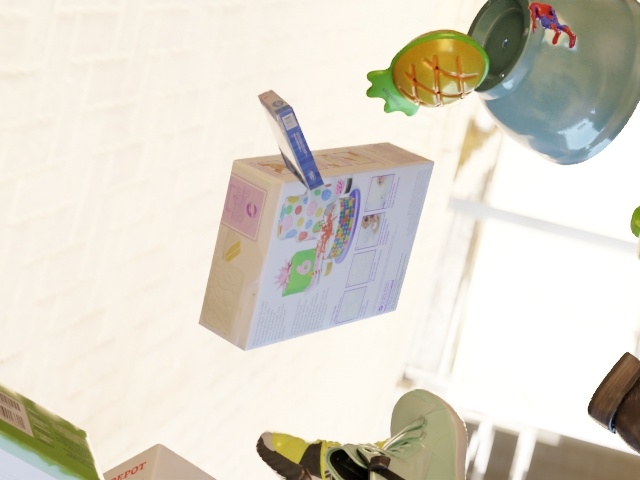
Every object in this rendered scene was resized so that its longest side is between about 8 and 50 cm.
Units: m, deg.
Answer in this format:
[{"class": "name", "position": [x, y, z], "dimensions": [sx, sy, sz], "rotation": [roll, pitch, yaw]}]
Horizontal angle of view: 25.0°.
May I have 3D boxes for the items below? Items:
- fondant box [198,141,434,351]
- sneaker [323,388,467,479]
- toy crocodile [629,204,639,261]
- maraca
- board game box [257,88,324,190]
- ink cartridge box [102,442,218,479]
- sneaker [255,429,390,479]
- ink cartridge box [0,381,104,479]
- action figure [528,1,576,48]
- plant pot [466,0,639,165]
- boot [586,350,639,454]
[{"class": "fondant box", "position": [0.000, 0.000, 1.956], "dimensions": [0.330, 0.096, 0.238], "rotation": [-12, 121, -50]}, {"class": "sneaker", "position": [0.077, 0.224, 1.557], "dimensions": [0.094, 0.151, 0.256], "rotation": [-50, -158, 24]}, {"class": "toy crocodile", "position": [0.551, -0.089, 2.182], "dimensions": [0.340, 0.105, 0.115], "rotation": [-54, 159, -39]}, {"class": "maraca", "position": [0.151, -0.234, 2.039], "dimensions": [0.127, 0.185, 0.099], "rotation": [40, 38, -33]}, {"class": "board game box", "position": [-0.031, -0.105, 1.495], "dimensions": [0.090, 0.020, 0.090], "rotation": [68, -9, -24]}, {"class": "ink cartridge box", "position": [-0.221, 0.445, 1.852], "dimensions": [0.198, 0.197, 0.270], "rotation": [-31, -146, 33]}, {"class": "sneaker", "position": [0.066, 0.383, 2.309], "dimensions": [0.147, 0.384, 0.145], "rotation": [-58, 148, -16]}, {"class": "ink cartridge box", "position": [-0.380, 0.275, 1.486], "dimensions": [0.255, 0.189, 0.097], "rotation": [-43, -140, 9]}, {"class": "action figure", "position": [0.285, -0.273, 1.805], "dimensions": [0.115, 0.038, 0.030], "rotation": [-109, -151, -55]}, {"class": "plant pot", "position": [0.346, -0.284, 2.260], "dimensions": [0.293, 0.196, 0.293], "rotation": [-37, -136, 48]}, {"class": "boot", "position": [0.384, 0.143, 1.265], "dimensions": [0.091, 0.229, 0.263], "rotation": [20, 109, -53]}]
